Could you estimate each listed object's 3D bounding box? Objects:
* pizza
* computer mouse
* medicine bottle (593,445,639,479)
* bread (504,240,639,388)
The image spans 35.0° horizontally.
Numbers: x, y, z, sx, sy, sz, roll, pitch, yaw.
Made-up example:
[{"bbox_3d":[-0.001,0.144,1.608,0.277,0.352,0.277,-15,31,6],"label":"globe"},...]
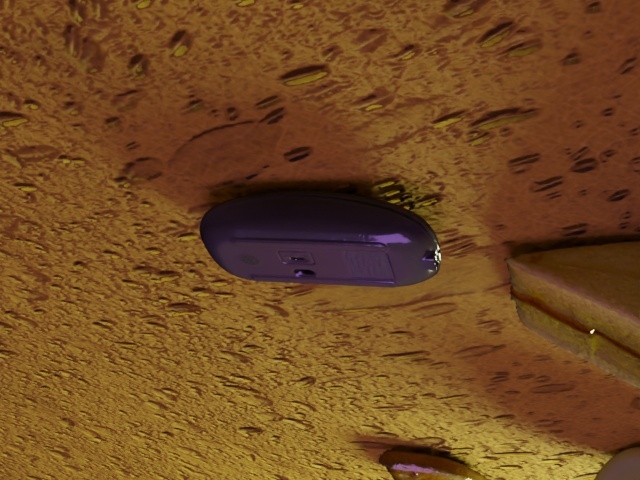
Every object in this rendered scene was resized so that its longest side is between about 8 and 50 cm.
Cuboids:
[{"bbox_3d":[0.166,0.358,1.542,0.178,0.041,0.131,11,147,-4],"label":"pizza"},{"bbox_3d":[0.000,-0.001,0.969,0.232,0.057,0.120,1,149,17],"label":"computer mouse"},{"bbox_3d":[0.543,0.417,1.395,0.315,0.202,0.202,19,147,-20],"label":"medicine bottle"},{"bbox_3d":[0.335,0.047,0.987,0.264,0.163,0.168,29,161,30],"label":"bread"}]
